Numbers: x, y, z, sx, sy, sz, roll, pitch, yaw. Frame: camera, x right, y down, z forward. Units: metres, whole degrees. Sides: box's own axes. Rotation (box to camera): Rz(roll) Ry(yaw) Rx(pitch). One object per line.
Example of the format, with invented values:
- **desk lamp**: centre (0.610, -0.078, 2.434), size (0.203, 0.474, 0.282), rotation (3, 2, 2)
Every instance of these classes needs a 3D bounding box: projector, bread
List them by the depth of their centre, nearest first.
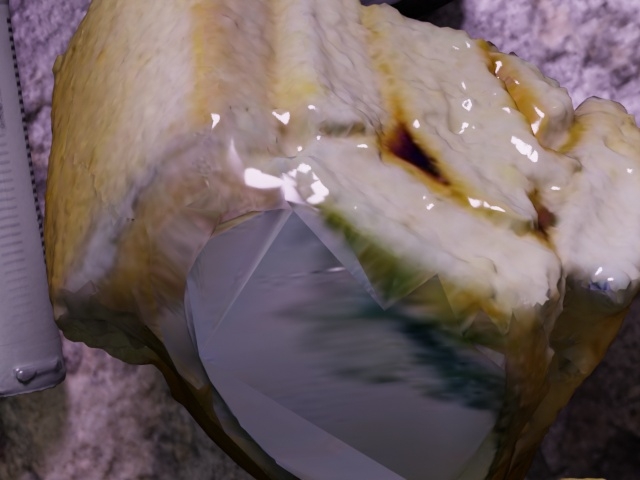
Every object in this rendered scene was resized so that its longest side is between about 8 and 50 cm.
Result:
- **bread**: centre (-0.008, -0.001, 1.051), size (0.395, 0.264, 0.239), rotation (27, 124, -2)
- **projector**: centre (-0.272, -0.049, 1.357), size (0.108, 0.108, 0.338), rotation (-4, 97, 32)

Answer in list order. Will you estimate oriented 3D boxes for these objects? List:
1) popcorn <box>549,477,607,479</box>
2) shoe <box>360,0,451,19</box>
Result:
- **popcorn**: centre (0.141, 0.275, 0.993), size (0.276, 0.276, 0.225), rotation (49, 127, 14)
- **shoe**: centre (-0.022, -0.167, 1.186), size (0.241, 0.108, 0.093), rotation (-18, 88, 26)
